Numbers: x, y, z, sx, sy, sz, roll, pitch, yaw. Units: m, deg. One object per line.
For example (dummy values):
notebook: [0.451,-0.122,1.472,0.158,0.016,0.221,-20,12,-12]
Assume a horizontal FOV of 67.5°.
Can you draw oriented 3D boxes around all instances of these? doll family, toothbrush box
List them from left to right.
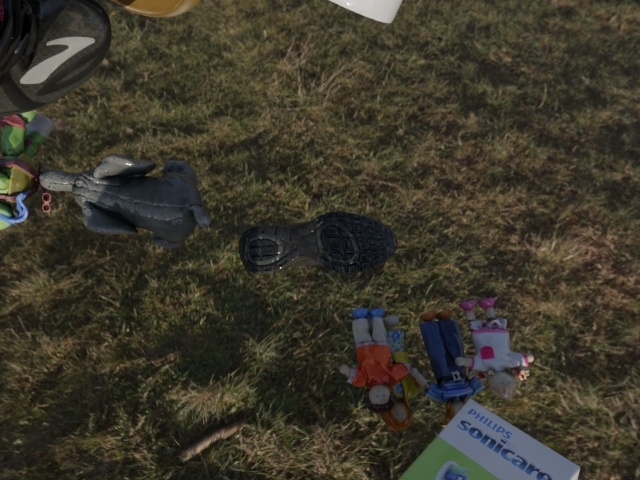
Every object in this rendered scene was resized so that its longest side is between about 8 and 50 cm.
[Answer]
doll family: [0.154,0.184,0.677,0.263,0.118,0.163,-4,64,-6]
toothbrush box: [0.112,0.332,0.453,0.283,0.206,0.122,-34,40,-27]

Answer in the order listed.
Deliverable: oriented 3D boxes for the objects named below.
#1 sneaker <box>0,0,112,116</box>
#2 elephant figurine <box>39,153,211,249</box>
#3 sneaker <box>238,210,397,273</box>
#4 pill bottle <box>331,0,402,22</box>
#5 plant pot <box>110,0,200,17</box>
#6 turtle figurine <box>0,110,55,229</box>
sneaker: [-0.350,-0.194,0.445,0.202,0.185,0.483,8,22,13]
elephant figurine: [-0.335,-0.070,0.809,0.239,0.186,0.169,11,52,-34]
sneaker: [0.000,0.000,0.872,0.286,0.130,0.109,0,96,20]
pill bottle: [0.108,-0.529,0.691,0.204,0.361,0.204,18,31,-12]
plant pot: [-0.287,-0.421,0.713,0.236,0.236,0.032,14,69,-6]
turtle figurine: [-0.620,-0.153,0.875,0.275,0.198,0.266,-2,62,21]
